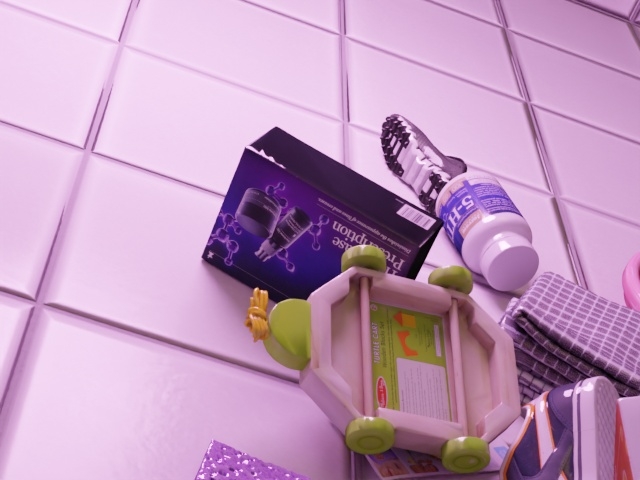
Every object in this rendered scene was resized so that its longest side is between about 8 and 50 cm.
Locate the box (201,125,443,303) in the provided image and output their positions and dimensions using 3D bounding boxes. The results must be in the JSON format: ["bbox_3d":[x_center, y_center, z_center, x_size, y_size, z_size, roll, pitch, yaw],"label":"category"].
[{"bbox_3d":[0.000,0.000,1.857,0.261,0.184,0.103,30,32,11],"label":"box"}]

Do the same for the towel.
[{"bbox_3d":[0.374,0.161,1.935,0.284,0.121,0.235,29,28,10],"label":"towel"}]

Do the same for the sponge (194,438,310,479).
[{"bbox_3d":[-0.086,0.290,1.452,0.117,0.031,0.210,24,28,-1],"label":"sponge"}]

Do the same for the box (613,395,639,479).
[{"bbox_3d":[0.396,0.345,1.387,0.168,0.215,0.345,-6,49,5],"label":"box"}]

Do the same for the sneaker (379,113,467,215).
[{"bbox_3d":[0.181,-0.120,2.324,0.106,0.078,0.234,5,37,-37],"label":"sneaker"}]

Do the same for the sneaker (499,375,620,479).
[{"bbox_3d":[0.280,0.312,1.616,0.126,0.127,0.321,46,39,-37],"label":"sneaker"}]

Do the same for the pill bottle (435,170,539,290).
[{"bbox_3d":[0.256,-0.012,2.149,0.112,0.112,0.186,9,31,-26],"label":"pill bottle"}]

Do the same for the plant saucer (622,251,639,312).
[{"bbox_3d":[0.609,0.139,2.193,0.332,0.084,0.332,18,29,-10],"label":"plant saucer"}]

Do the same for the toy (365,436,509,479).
[{"bbox_3d":[0.136,0.220,1.718,0.237,0.056,0.137,0,38,-38],"label":"toy"}]

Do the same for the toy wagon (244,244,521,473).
[{"bbox_3d":[0.069,0.130,1.664,0.344,0.068,0.267,13,49,-16],"label":"toy wagon"}]
